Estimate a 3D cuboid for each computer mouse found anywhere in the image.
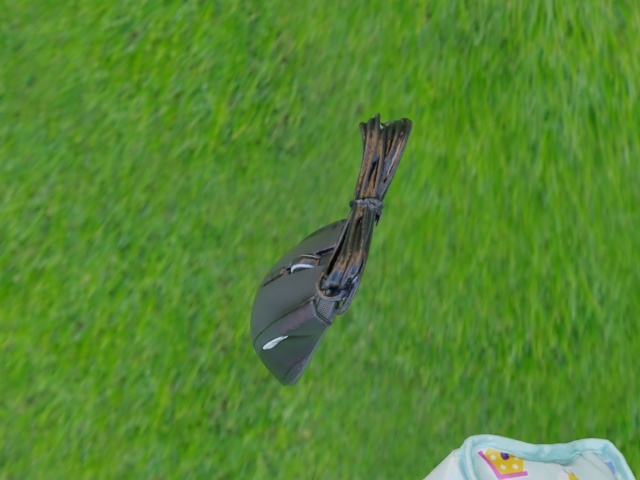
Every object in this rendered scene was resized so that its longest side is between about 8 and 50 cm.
[{"bbox_3d":[0.000,0.000,1.526,0.060,0.262,0.184,22,67,-4],"label":"computer mouse"}]

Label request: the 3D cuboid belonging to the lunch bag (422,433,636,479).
[{"bbox_3d":[0.116,0.277,1.142,0.223,0.160,0.262,-47,55,34],"label":"lunch bag"}]
